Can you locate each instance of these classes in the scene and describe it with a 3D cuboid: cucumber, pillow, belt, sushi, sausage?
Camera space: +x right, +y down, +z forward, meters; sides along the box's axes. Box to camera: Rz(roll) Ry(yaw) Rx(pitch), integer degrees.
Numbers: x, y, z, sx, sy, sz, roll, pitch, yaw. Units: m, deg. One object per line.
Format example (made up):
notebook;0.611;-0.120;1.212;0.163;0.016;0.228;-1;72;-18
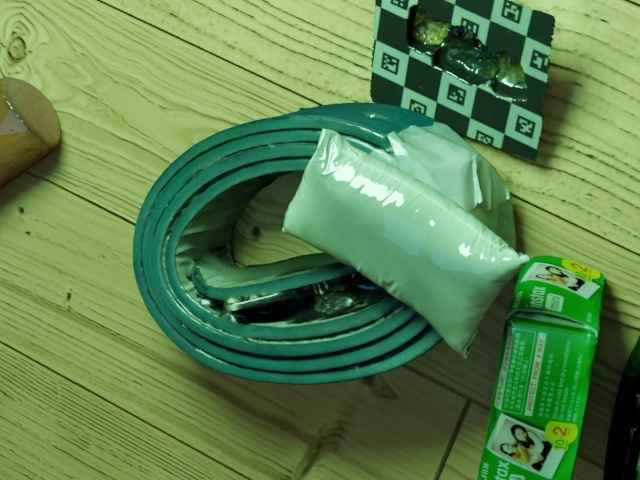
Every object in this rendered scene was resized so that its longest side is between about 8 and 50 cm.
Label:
cucumber;0.353;0.188;1.700;0.056;0.056;0.284;19;109;18
pillow;0.080;0.004;1.561;0.254;0.078;0.144;33;121;15
belt;-0.002;0.000;1.731;0.436;0.173;0.300;-9;98;25
sushi;0.161;-0.206;1.664;0.215;0.050;0.192;24;136;24
sausage;-0.445;-0.100;1.938;0.259;0.113;0.113;-33;91;27

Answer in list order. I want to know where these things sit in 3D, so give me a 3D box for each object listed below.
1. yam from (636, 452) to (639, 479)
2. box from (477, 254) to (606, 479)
yam;0.427;0.195;1.586;0.195;0.195;0.300;14;111;20
box;0.241;0.158;1.670;0.103;0.180;0.250;9;111;9
